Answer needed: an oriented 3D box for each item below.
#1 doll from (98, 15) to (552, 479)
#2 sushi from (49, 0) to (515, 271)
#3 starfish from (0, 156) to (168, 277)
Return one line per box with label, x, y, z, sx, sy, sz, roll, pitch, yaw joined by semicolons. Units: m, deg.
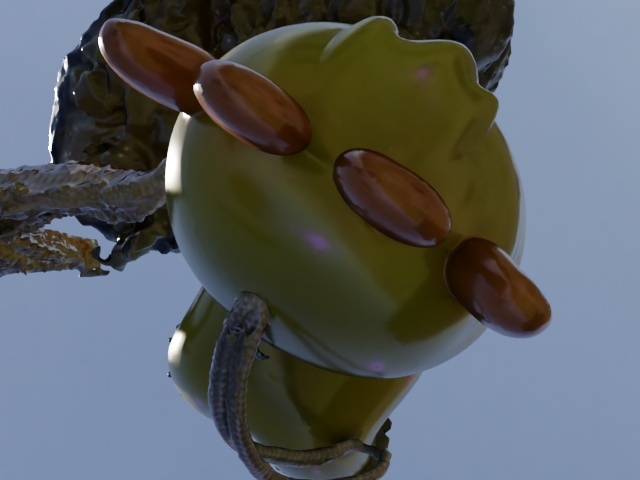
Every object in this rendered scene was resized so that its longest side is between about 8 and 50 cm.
doll;0.000;0.000;0.579;0.143;0.135;0.221;36;170;8
sushi;-0.024;-0.086;0.843;0.115;0.212;0.147;32;-146;-78
starfish;-0.183;-0.002;0.806;0.302;0.299;0.060;25;-128;-83
